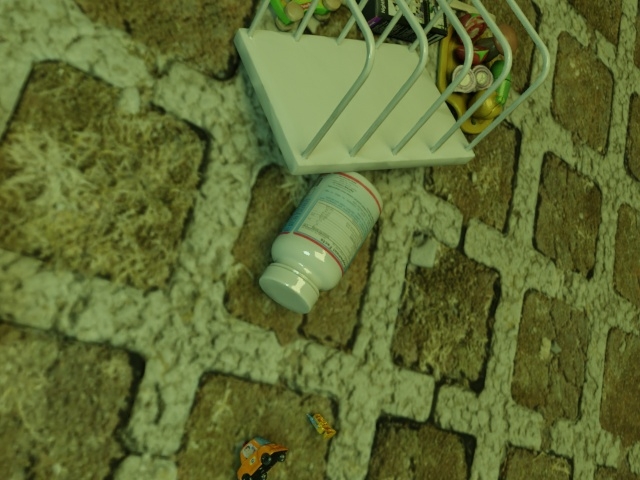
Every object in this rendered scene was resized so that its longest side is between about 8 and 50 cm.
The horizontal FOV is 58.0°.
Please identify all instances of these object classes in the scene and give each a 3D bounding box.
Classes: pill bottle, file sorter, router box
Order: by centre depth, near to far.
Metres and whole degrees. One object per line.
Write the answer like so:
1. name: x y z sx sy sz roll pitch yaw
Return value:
1. file sorter: 0.083 -0.208 0.651 0.278 0.173 0.192 -9 65 -35
2. pill bottle: 0.000 0.000 0.656 0.087 0.087 0.160 45 63 -23
3. router box: 0.109 -0.374 0.800 0.133 0.046 0.178 0 84 -34

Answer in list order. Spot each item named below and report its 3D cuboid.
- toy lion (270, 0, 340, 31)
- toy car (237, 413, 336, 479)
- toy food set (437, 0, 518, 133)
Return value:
1. toy lion: -0.027 -0.317 0.711 0.100 0.034 0.096 -31 95 -33
2. toy car: -0.043 0.230 0.642 0.122 0.060 0.040 -1 41 -51
3. toy food set: 0.246 -0.273 0.868 0.128 0.071 0.217 11 78 -33
